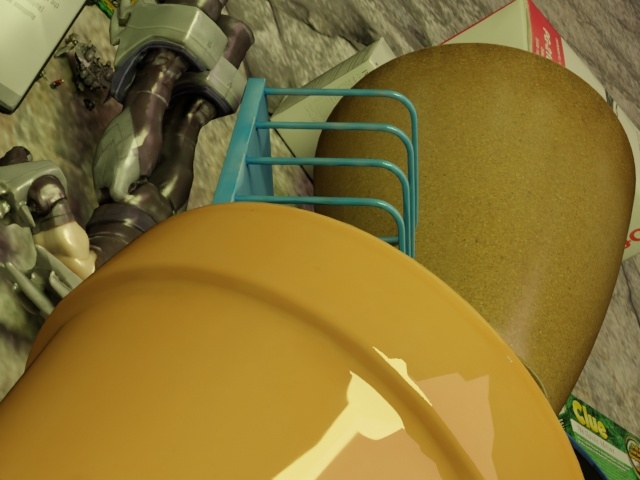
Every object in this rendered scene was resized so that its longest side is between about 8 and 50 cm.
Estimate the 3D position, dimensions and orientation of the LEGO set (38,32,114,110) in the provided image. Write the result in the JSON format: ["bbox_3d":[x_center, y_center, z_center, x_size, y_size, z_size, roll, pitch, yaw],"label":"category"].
[{"bbox_3d":[-0.152,-0.111,1.052,0.054,0.023,0.083,63,26,3],"label":"LEGO set"}]

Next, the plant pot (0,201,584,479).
[{"bbox_3d":[-0.052,0.155,0.715,0.203,0.291,0.291,-38,99,-47],"label":"plant pot"}]

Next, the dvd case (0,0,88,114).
[{"bbox_3d":[-0.178,-0.214,0.885,0.179,0.029,0.239,34,77,-14],"label":"dvd case"}]

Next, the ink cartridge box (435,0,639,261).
[{"bbox_3d":[0.173,-0.068,1.423,0.237,0.172,0.100,44,31,-32],"label":"ink cartridge box"}]

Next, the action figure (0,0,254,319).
[{"bbox_3d":[-0.107,-0.021,0.947,0.185,0.099,0.285,54,43,-49],"label":"action figure"}]

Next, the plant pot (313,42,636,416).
[{"bbox_3d":[0.097,0.029,1.113,0.237,0.237,0.254,49,28,-23],"label":"plant pot"}]

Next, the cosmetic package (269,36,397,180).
[{"bbox_3d":[0.072,-0.032,1.292,0.239,0.099,0.060,55,27,-14],"label":"cosmetic package"}]

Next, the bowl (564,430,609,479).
[{"bbox_3d":[0.166,0.294,1.164,0.391,0.077,0.391,41,33,-34],"label":"bowl"}]

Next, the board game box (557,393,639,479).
[{"bbox_3d":[0.287,0.236,1.492,0.259,0.030,0.136,34,39,-43],"label":"board game box"}]

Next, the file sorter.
[{"bbox_3d":[0.000,0.000,0.942,0.170,0.104,0.118,-80,170,-55],"label":"file sorter"}]

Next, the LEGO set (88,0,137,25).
[{"bbox_3d":[-0.151,-0.279,1.027,0.331,0.192,0.255,11,55,-57],"label":"LEGO set"}]
